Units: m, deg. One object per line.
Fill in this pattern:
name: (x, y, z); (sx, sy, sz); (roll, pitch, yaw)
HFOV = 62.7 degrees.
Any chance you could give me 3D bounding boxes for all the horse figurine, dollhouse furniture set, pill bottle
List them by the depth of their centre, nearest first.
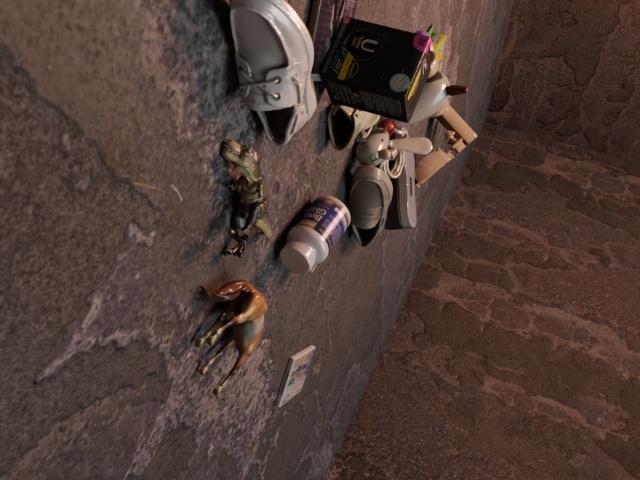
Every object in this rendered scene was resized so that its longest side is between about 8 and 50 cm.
horse figurine: (-0.147, 0.152, 0.925); (0.174, 0.066, 0.263); (-47, 154, -38)
pill bottle: (-0.013, -0.010, 1.087); (0.169, 0.094, 0.094); (-54, 156, -40)
dollhouse furniture set: (0.394, -0.331, 2.010); (0.355, 0.174, 0.303); (-41, 176, 6)

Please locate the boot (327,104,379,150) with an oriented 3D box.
boot: (0.081, -0.303, 1.076); (0.165, 0.077, 0.213); (-48, 155, -45)

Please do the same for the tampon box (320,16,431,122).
tampon box: (0.102, -0.303, 0.938); (0.101, 0.161, 0.121); (51, 61, -71)

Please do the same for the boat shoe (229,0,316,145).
boat shoe: (-0.065, -0.216, 0.710); (0.277, 0.098, 0.096); (64, 49, -68)

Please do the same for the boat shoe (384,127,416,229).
boat shoe: (0.220, -0.182, 1.554); (0.113, 0.104, 0.307); (6, 80, -63)

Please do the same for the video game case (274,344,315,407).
video game case: (-0.068, 0.373, 1.460); (0.157, 0.019, 0.143); (-4, 112, -69)

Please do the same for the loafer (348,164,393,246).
loafer: (0.128, -0.084, 1.388); (0.319, 0.112, 0.112); (73, 33, -63)

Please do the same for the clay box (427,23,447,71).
clay box: (0.330, -0.522, 1.592); (0.127, 0.053, 0.222); (-57, 159, -35)

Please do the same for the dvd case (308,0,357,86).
dvd case: (0.021, -0.380, 0.912); (0.164, 0.018, 0.221); (-36, 142, -61)

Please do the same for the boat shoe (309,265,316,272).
boat shoe: (0.000, 0.000, 1.184); (0.184, 0.063, 0.066); (-53, 155, -41)

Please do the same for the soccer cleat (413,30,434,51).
soccer cleat: (0.244, -0.430, 1.412); (0.095, 0.083, 0.248); (-46, 154, -41)

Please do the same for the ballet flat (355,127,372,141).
ballet flat: (0.107, -0.284, 1.227); (0.041, 0.041, 0.114); (-36, 142, -59)

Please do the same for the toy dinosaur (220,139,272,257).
toy dinosaur: (-0.113, -0.037, 0.833); (0.268, 0.064, 0.118); (85, 24, -59)

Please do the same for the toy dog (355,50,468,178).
toy dog: (0.242, -0.307, 1.303); (0.220, 0.161, 0.334); (25, 89, -47)
